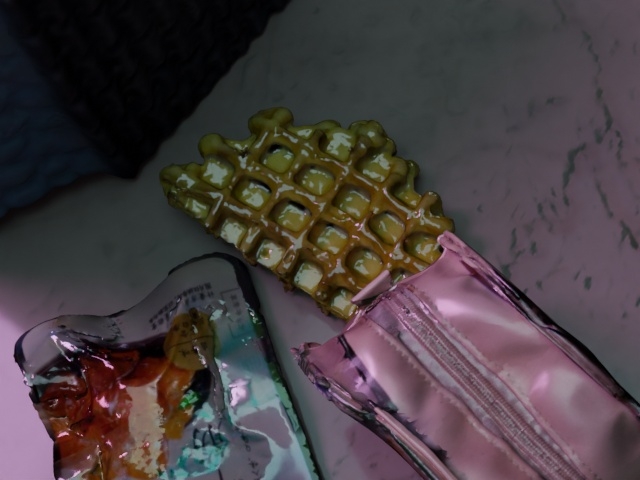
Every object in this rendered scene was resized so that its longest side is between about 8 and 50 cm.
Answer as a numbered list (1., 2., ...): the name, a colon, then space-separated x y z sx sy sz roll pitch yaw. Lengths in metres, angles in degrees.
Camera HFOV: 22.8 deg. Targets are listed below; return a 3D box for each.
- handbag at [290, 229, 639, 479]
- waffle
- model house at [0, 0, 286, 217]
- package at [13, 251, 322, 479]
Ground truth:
1. handbag: 0.097 0.095 0.879 0.205 0.179 0.116 44 90 10
2. waffle: 0.000 0.000 0.997 0.161 0.046 0.192 -21 71 -6
3. model house: -0.177 -0.224 0.952 0.339 0.360 0.297 -21 66 0
4. package: -0.091 0.124 0.970 0.166 0.040 0.232 -17 67 -3
